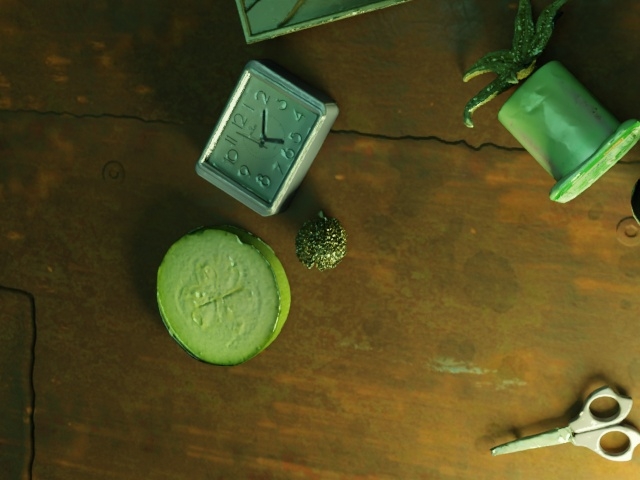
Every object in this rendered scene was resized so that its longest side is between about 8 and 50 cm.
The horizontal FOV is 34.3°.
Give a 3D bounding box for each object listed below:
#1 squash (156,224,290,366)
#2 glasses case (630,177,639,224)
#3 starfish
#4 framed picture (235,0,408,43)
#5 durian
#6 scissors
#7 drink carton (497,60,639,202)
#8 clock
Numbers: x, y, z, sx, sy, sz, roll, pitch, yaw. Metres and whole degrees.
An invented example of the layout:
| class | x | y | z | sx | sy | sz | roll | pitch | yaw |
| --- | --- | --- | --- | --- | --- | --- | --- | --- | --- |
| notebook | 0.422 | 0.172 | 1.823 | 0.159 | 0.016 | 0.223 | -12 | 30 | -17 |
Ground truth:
| class | x | y | z | sx | sy | sz | roll | pitch | yaw |
| --- | --- | --- | --- | --- | --- | --- | --- | --- | --- |
| squash | -0.153 | 0.084 | 1.595 | 0.219 | 0.041 | 0.219 | 5 | 102 | 22 |
| glasses case | 0.528 | -0.120 | 1.309 | 0.122 | 0.075 | 0.314 | 44 | 109 | 10 |
| starfish | 0.243 | -0.238 | 1.366 | 0.053 | 0.176 | 0.208 | 41 | 70 | -22 |
| framed picture | -0.007 | -0.392 | 1.441 | 0.249 | 0.016 | 0.184 | -16 | 94 | 2 |
| durian | 0.000 | 0.000 | 1.512 | 0.080 | 0.080 | 0.091 | -10 | 79 | 20 |
| scissors | 0.341 | 0.274 | 1.461 | 0.212 | 0.021 | 0.110 | -17 | 96 | 20 |
| drink carton | 0.319 | -0.147 | 1.351 | 0.146 | 0.144 | 0.142 | -46 | 73 | 16 |
| clock | -0.079 | -0.151 | 1.512 | 0.144 | 0.073 | 0.193 | 32 | 107 | 11 |
